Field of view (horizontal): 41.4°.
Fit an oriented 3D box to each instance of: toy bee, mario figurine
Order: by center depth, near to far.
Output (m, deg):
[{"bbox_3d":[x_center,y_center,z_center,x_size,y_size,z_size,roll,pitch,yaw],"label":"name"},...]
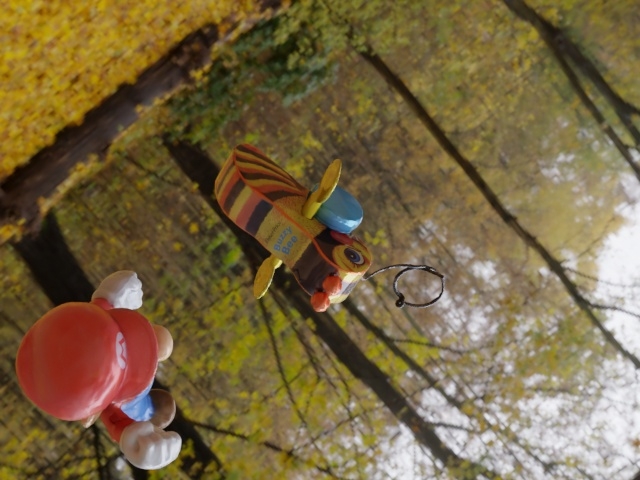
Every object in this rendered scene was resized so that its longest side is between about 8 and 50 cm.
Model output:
[{"bbox_3d":[-0.202,0.137,0.931,0.170,0.198,0.320,-55,175,-13],"label":"mario figurine"},{"bbox_3d":[0.000,0.000,0.969,0.162,0.298,0.195,-56,160,-61],"label":"toy bee"}]
